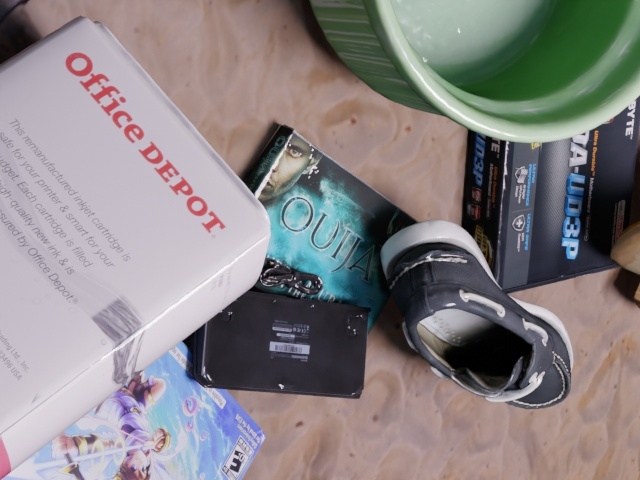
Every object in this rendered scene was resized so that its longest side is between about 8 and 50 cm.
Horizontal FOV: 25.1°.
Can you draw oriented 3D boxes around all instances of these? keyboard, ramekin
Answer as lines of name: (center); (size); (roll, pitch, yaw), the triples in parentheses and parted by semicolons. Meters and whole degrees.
keyboard: (-0.030, 0.071, 1.175); (0.180, 0.023, 0.108); (10, 82, -43)
ramekin: (0.132, -0.232, 1.120); (0.303, 0.148, 0.303); (-4, 99, -28)

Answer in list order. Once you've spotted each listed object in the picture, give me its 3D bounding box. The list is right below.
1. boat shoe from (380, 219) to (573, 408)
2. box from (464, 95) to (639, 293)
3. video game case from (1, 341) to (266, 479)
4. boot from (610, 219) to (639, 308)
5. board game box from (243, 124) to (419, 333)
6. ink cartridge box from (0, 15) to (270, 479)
boat shoe: (0.147, 0.095, 1.281); (0.114, 0.091, 0.302); (-30, 138, 22)
box: (0.217, -0.070, 1.334); (0.175, 0.051, 0.220); (-10, 112, -34)
video game case: (-0.182, 0.169, 1.077); (0.269, 0.061, 0.244); (52, 58, -37)
boot: (0.361, -0.050, 1.365); (0.211, 0.104, 0.295); (-65, 164, -10)
board game box: (0.000, 0.000, 1.215); (0.186, 0.026, 0.126); (33, 85, -40)
ink cartridge box: (-0.203, 0.018, 0.944); (0.283, 0.207, 0.117); (-37, 168, -21)
